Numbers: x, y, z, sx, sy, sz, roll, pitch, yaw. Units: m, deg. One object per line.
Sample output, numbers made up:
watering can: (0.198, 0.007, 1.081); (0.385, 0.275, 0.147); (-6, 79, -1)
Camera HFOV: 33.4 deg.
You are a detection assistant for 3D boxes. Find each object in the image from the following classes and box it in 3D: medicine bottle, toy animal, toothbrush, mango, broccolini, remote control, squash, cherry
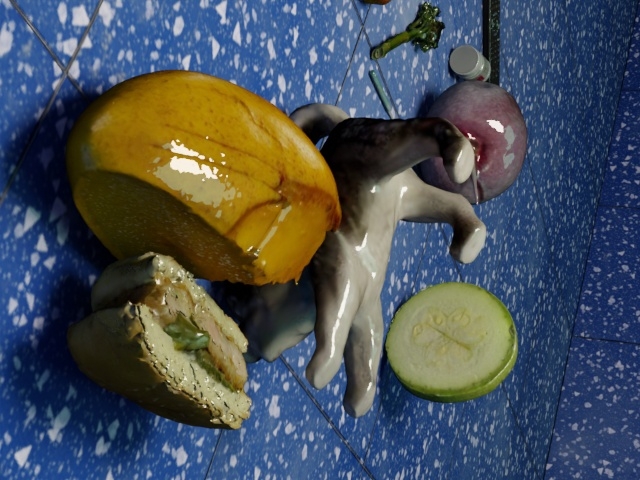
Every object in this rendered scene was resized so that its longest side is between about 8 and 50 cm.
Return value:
medicine bottle: (0.279, -0.327, 1.990); (0.091, 0.058, 0.058); (12, 84, -66)
toy animal: (0.000, 0.000, 1.254); (0.344, 0.303, 0.194); (-53, 144, -10)
toothbrush: (0.105, -0.215, 1.675); (0.011, 0.014, 0.167); (-65, 151, -19)
mango: (-0.118, -0.052, 1.022); (0.350, 0.201, 0.199); (26, 29, -57)
broccolini: (0.133, -0.323, 1.710); (0.057, 0.071, 0.254); (-49, 171, 37)
remote control: (0.347, -0.411, 2.169); (0.063, 0.025, 0.245); (-38, 130, -57)
squash: (0.217, 0.166, 1.769); (0.041, 0.219, 0.219); (59, 42, -52)
cherry: (0.261, -0.168, 1.837); (0.266, 0.184, 0.213); (-76, -176, -76)

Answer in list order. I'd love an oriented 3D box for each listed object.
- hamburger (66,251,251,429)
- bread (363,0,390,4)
hamburger: (-0.155, 0.108, 1.010); (0.262, 0.131, 0.124); (60, 21, -59)
bread: (0.085, -0.382, 1.541); (0.085, 0.053, 0.085); (6, 90, -66)
